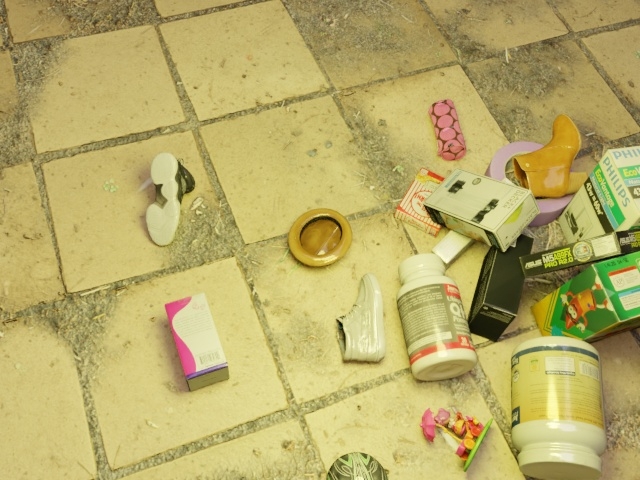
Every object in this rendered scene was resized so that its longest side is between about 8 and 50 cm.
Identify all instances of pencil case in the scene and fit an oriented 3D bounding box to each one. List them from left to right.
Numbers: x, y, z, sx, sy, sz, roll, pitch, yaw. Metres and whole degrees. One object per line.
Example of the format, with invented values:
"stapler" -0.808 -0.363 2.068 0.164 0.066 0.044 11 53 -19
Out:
"pencil case" 0.415 -0.368 2.241 0.098 0.095 0.209 -11 58 6

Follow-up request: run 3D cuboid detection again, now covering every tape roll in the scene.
"tape roll" 0.663 -0.182 2.156 0.274 0.090 0.275 2 60 -4

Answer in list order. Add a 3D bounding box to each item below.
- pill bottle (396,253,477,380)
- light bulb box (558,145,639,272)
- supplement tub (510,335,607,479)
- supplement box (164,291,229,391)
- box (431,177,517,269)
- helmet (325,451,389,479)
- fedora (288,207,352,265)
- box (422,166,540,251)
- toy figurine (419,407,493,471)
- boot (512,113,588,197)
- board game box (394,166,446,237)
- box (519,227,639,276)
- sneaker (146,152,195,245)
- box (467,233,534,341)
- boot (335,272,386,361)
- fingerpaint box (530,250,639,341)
"pill bottle" 0.304 0.204 1.840 0.176 0.176 0.319 -5 61 -9
"light bulb box" 0.955 -0.090 1.973 0.357 0.361 0.225 -8 61 -10
"supplement tub" 0.598 0.427 1.709 0.228 0.228 0.316 10 59 0
"supplement box" -0.324 0.265 1.777 0.111 0.114 0.220 -16 64 -14
"box" 0.464 -0.052 2.019 0.324 0.063 0.067 -45 69 -7
"helmet" 0.088 0.588 1.600 0.169 0.161 0.169 3 60 -4
"fedora" 0.000 0.000 1.985 0.194 0.079 0.194 0 64 -1
"box" 0.453 -0.095 1.927 0.169 0.087 0.290 -45 38 -11
"toy figurine" 0.339 0.479 1.733 0.159 0.130 0.173 27 38 21
"boot" 0.698 -0.268 2.098 0.211 0.104 0.295 -2 64 -7
"board game box" 0.337 -0.121 2.110 0.146 0.045 0.193 27 61 10
"box" 0.701 0.031 1.786 0.216 0.270 0.060 -6 80 -43
"sneaker" -0.434 -0.121 1.998 0.101 0.153 0.269 4 94 14
"box" 0.503 0.124 1.904 0.103 0.184 0.261 21 60 4
"boot" 0.103 0.207 1.863 0.123 0.095 0.258 2 60 -13
"fingerpaint box" 0.855 0.139 1.817 0.444 0.371 0.163 -14 70 -13
